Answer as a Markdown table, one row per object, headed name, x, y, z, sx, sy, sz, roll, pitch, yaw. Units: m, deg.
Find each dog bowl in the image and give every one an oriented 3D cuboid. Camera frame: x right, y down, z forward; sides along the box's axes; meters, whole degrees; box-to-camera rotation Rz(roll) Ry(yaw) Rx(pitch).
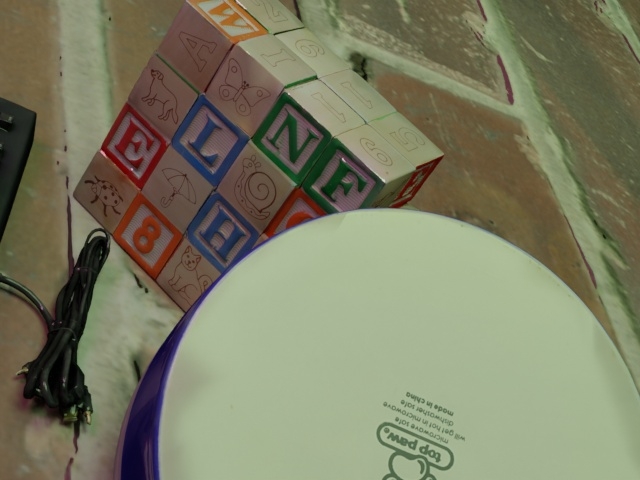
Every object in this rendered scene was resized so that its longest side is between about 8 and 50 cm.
| name | x | y | z | sx | sy | sz | roll | pitch | yaw |
| --- | --- | --- | --- | --- | --- | --- | --- | --- | --- |
| dog bowl | 0.032 | 0.121 | 0.766 | 0.265 | 0.104 | 0.265 | 6 | 68 | -16 |

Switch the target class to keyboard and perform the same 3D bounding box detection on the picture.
| name | x | y | z | sx | sy | sz | roll | pitch | yaw |
| --- | --- | --- | --- | --- | --- | --- | --- | --- | --- |
| keyboard | -0.210 | 0.005 | 0.880 | 0.201 | 0.033 | 0.317 | 26 | 32 | -16 |

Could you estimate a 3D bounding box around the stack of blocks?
| name | x | y | z | sx | sy | sz | roll | pitch | yaw |
| --- | --- | --- | --- | --- | --- | --- | --- | --- | --- |
| stack of blocks | 0.000 | 0.000 | 0.958 | 0.297 | 0.171 | 0.087 | 45 | 31 | 13 |
